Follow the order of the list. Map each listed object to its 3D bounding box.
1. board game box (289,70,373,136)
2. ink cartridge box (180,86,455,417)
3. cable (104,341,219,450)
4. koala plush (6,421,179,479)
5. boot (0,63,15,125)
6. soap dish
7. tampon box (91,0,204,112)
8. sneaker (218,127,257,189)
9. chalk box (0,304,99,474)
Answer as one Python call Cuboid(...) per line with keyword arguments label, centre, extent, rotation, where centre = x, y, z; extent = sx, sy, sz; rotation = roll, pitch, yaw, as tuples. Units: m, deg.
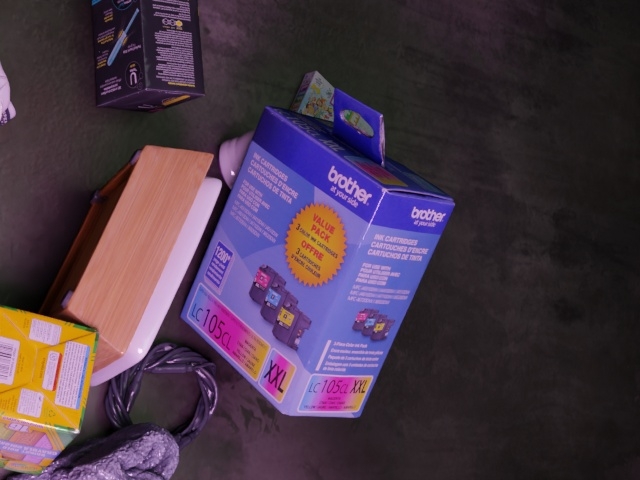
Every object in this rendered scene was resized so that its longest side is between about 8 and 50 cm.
Cuboid(label="board game box", centre=(0.017, -0.183, 2.004), extent=(0.154, 0.026, 0.103), rotation=(41, 57, -32))
Cuboid(label="ink cartridge box", centre=(0.000, 0.000, 1.678), extent=(0.151, 0.270, 0.395), rotation=(9, 110, -46))
Cuboid(label="cable", centre=(-0.215, 0.215, 1.711), extent=(0.184, 0.047, 0.150), rotation=(-36, 104, -37))
Cuboid(label="koala plush", centre=(-0.244, 0.358, 1.559), extent=(0.203, 0.196, 0.221), rotation=(-23, 96, -53))
Cuboid(label="boot", centre=(-0.425, -0.141, 1.522), extent=(0.123, 0.095, 0.258), rotation=(-11, 90, -37))
Cuboid(label="soap dish", centre=(-0.254, 0.030, 1.583), extent=(0.118, 0.229, 0.291), rotation=(30, 62, -18))
Cuboid(label="tampon box", centre=(-0.237, -0.267, 1.709), extent=(0.101, 0.120, 0.161), rotation=(1, 83, -43))
Cuboid(label="sneaker", centre=(-0.011, -0.058, 1.864), extent=(0.305, 0.152, 0.114), rotation=(43, 33, -32))
Cuboid(label="chalk box", centre=(-0.359, 0.184, 1.450), extent=(0.132, 0.213, 0.132), rotation=(17, 58, -21))
